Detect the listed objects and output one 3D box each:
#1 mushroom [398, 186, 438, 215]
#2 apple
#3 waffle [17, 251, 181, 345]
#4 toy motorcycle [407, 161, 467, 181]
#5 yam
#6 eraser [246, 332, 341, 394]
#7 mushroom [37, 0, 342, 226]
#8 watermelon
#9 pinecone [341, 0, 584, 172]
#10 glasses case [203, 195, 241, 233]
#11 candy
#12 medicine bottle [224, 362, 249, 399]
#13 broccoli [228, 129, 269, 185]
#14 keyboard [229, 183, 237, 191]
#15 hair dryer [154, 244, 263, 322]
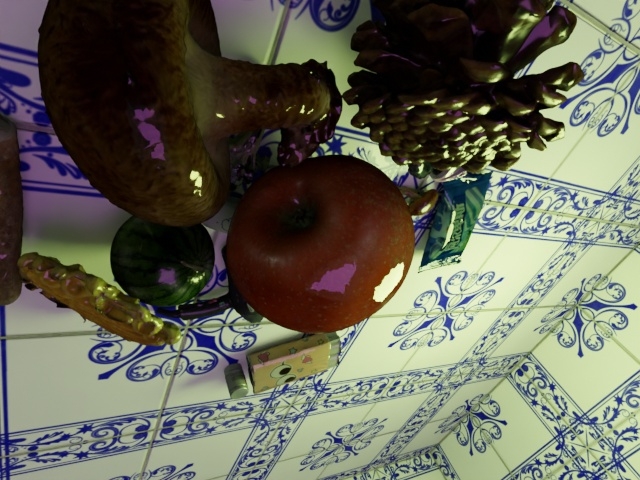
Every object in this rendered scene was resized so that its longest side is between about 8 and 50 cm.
[{"bbox_3d":[0.244,-0.100,1.067,0.129,0.073,0.088,5,170,-25],"label":"mushroom"},{"bbox_3d":[0.000,0.000,0.768,0.348,0.349,0.277,-34,147,3],"label":"apple"},{"bbox_3d":[-0.420,0.119,0.777,0.312,0.307,0.060,51,51,-38],"label":"waffle"},{"bbox_3d":[0.314,-0.261,0.915,0.327,0.143,0.188,-55,143,3],"label":"toy motorcycle"},{"bbox_3d":[-0.532,-0.035,0.677,0.081,0.081,0.357,2,129,-31],"label":"yam"},{"bbox_3d":[-0.083,0.382,1.319,0.290,0.087,0.171,-13,136,-18],"label":"eraser"},{"bbox_3d":[-0.155,-0.177,0.550,0.355,0.334,0.331,17,90,-2],"label":"mushroom"},{"bbox_3d":[-0.286,0.032,0.781,0.188,0.214,0.188,-21,114,-59],"label":"watermelon"},{"bbox_3d":[0.221,-0.305,0.654,0.384,0.385,0.385,-16,136,-16],"label":"pinecone"},{"bbox_3d":[-0.168,-0.046,0.879,0.076,0.049,0.197,-43,149,21],"label":"glasses case"},{"bbox_3d":[0.380,-0.045,1.192,0.186,0.077,0.331,-11,132,-24],"label":"candy"},{"bbox_3d":[-0.257,0.428,1.259,0.058,0.091,0.058,-16,136,-16],"label":"medicine bottle"},{"bbox_3d":[-0.127,-0.200,0.752,0.122,0.118,0.204,31,96,-13],"label":"broccoli"},{"bbox_3d":[-0.275,-0.168,0.737,0.106,0.027,0.317,-37,137,7],"label":"keyboard"},{"bbox_3d":[-0.271,0.134,0.990,0.271,0.091,0.236,-19,127,-8],"label":"hair dryer"}]
